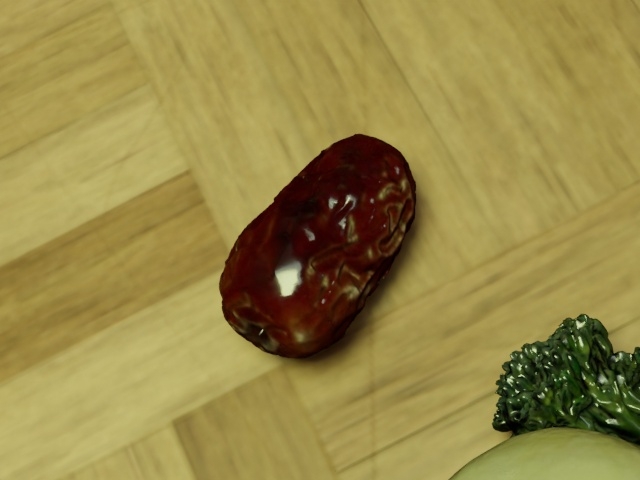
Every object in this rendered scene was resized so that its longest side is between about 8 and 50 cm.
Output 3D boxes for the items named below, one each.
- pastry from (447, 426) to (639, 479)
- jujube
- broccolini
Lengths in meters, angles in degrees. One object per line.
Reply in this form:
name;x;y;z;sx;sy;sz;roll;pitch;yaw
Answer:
pastry;0.114;0.156;0.574;0.156;0.092;0.156;3;95;32
jujube;0.000;0.000;0.699;0.077;0.077;0.129;26;70;21
broccolini;0.171;0.115;0.635;0.202;0.068;0.091;37;92;8
